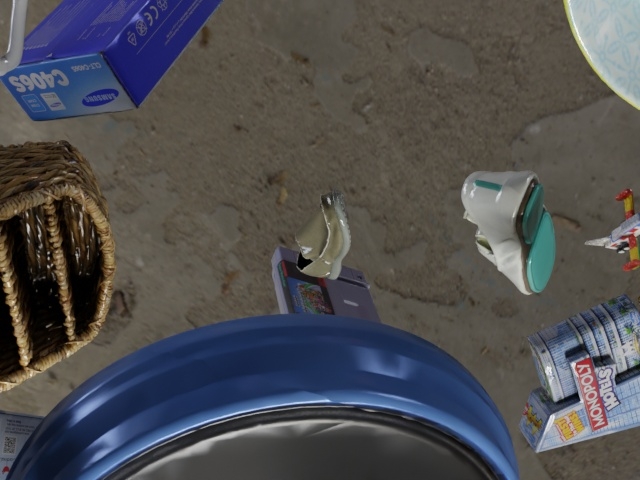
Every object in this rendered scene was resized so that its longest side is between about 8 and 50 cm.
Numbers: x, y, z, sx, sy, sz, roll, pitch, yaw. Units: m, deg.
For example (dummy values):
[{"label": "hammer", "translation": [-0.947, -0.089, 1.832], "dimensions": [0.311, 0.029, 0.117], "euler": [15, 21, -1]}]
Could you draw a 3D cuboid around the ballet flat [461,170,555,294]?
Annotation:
[{"label": "ballet flat", "translation": [0.315, -0.022, 1.426], "dimensions": [0.139, 0.400, 0.139], "euler": [-7, 68, 17]}]

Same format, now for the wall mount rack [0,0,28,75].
[{"label": "wall mount rack", "translation": [-0.430, -0.223, 0.718], "dimensions": [0.350, 0.304, 0.130], "euler": [35, 118, 49]}]

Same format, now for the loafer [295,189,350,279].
[{"label": "loafer", "translation": [0.000, 0.000, 1.534], "dimensions": [0.087, 0.251, 0.094], "euler": [-4, 57, -8]}]

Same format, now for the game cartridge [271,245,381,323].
[{"label": "game cartridge", "translation": [0.022, 0.149, 1.770], "dimensions": [0.068, 0.230, 0.355], "euler": [-57, 27, 24]}]

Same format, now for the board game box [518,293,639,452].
[{"label": "board game box", "translation": [0.356, 0.197, 1.151], "dimensions": [0.194, 0.194, 0.060], "euler": [-25, 30, -1]}]

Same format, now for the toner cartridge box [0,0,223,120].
[{"label": "toner cartridge box", "translation": [-0.202, -0.279, 0.979], "dimensions": [0.165, 0.075, 0.347], "euler": [-1, 46, 33]}]

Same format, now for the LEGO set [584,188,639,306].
[{"label": "LEGO set", "translation": [0.435, -0.037, 1.110], "dimensions": [0.060, 0.182, 0.244], "euler": [7, 110, -11]}]

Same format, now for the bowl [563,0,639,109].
[{"label": "bowl", "translation": [0.342, -0.241, 0.655], "dimensions": [0.290, 0.289, 0.156], "euler": [13, 44, 12]}]

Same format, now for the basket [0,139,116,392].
[{"label": "basket", "translation": [-0.394, 0.040, 1.181], "dimensions": [0.214, 0.299, 0.223], "euler": [-5, 38, -13]}]

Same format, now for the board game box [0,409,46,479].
[{"label": "board game box", "translation": [-0.257, 0.314, 0.732], "dimensions": [0.066, 0.319, 0.318], "euler": [-4, 72, 22]}]

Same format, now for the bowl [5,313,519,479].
[{"label": "bowl", "translation": [-0.035, 0.233, 0.616], "dimensions": [0.391, 0.391, 0.077], "euler": [-21, 32, -1]}]
